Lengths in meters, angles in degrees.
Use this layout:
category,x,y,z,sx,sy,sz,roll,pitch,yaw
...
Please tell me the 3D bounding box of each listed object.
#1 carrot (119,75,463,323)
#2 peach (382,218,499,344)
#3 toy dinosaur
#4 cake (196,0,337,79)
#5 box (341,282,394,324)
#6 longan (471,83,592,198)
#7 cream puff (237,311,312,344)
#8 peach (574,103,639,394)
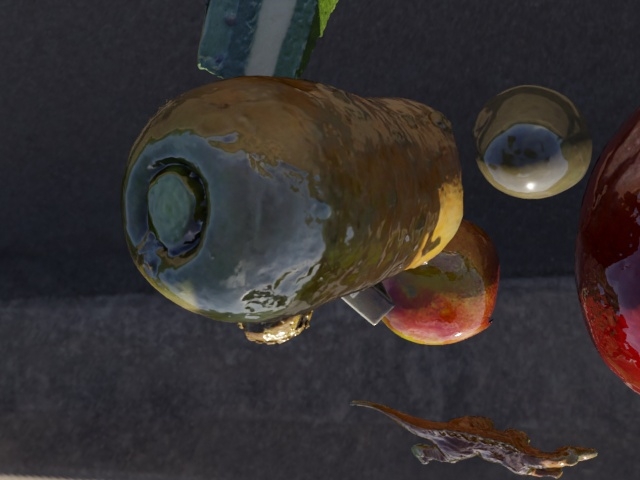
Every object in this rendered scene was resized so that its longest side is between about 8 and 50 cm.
category,x,y,z,sx,sy,sz,roll,pitch,yaw
carrot,-0.016,-0.043,0.879,0.224,0.341,0.224,5,98,40
peach,0.196,0.066,1.579,0.231,0.231,0.231,10,132,11
toy dinosaur,0.144,0.199,0.914,0.212,0.057,0.142,10,170,-13
cake,-0.054,-0.327,1.247,0.158,0.172,0.283,15,89,7
box,0.001,0.001,1.358,0.180,0.325,0.047,42,96,-16
longan,0.397,-0.190,1.778,0.246,0.246,0.215,18,100,3
cream puff,-0.090,0.136,1.825,0.165,0.150,0.115,16,149,30
peach,0.356,0.016,0.815,0.258,0.201,0.361,7,131,17
